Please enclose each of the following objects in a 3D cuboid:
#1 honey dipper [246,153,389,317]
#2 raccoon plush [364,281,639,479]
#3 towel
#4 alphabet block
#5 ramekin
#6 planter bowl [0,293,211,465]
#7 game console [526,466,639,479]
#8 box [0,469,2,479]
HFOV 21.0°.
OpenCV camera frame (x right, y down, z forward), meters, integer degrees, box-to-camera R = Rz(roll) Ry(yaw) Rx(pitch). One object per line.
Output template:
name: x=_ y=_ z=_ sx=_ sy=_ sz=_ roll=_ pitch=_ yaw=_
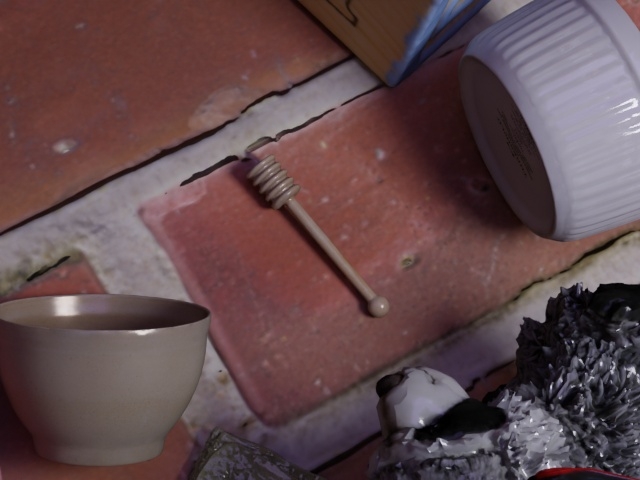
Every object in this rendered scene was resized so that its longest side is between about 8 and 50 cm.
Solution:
honey dipper: x=0.000 y=0.000 z=1.409 sx=0.030 sy=0.030 sz=0.160 roll=-37 pitch=85 yaw=-21
raccoon plush: x=0.230 y=0.224 z=1.216 sx=0.446 sy=0.216 sz=0.299 roll=33 pitch=45 yaw=9
towel: x=-0.064 y=0.226 z=1.315 sx=0.110 sy=0.027 sz=0.148 roll=28 pitch=67 yaw=-2
alphabet block: x=0.068 y=-0.281 z=1.434 sx=0.197 sy=0.193 sz=0.192 roll=43 pitch=67 yaw=6
ramekin: x=0.195 y=-0.098 z=1.394 sx=0.109 sy=0.207 sz=0.207 roll=-24 pitch=77 yaw=-9
planter bowl: x=-0.163 y=0.105 z=1.282 sx=0.162 sy=0.162 sz=0.109 roll=0 pitch=98 yaw=-12
game console: x=0.203 y=0.347 z=1.096 sx=0.342 sy=0.060 sz=0.386 roll=16 pitch=90 yaw=-40
box: x=-0.317 y=0.118 z=1.248 sx=0.149 sy=0.127 sz=0.232 roll=-10 pitch=73 yaw=-14
